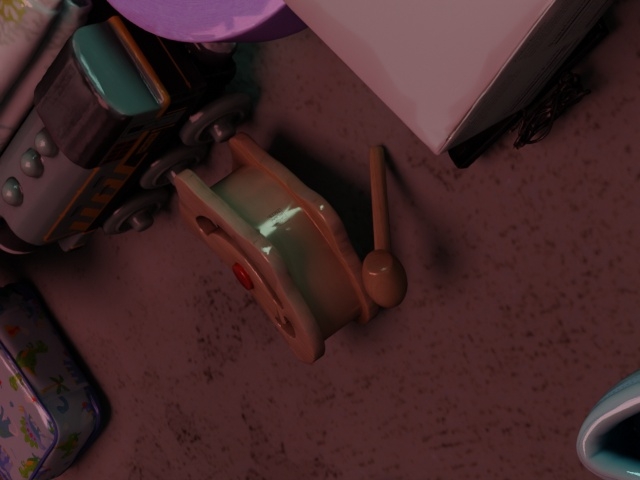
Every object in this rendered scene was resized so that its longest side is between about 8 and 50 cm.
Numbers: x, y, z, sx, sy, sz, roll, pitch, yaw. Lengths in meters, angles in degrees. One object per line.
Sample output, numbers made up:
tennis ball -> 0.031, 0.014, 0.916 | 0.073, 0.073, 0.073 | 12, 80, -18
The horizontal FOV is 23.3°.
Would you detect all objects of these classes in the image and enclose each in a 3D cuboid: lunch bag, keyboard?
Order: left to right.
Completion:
lunch bag -> -0.357, 0.172, 1.814 | 0.219, 0.090, 0.176 | 52, 134, 17
keyboard -> 0.165, -0.121, 1.228 | 0.192, 0.038, 0.100 | -45, 50, 45

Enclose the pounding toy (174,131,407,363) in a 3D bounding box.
pounding toy -> 0.000, 0.000, 1.405 | 0.269, 0.155, 0.154 | 41, 159, 39

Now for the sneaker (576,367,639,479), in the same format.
sneaker -> 0.338, 0.143, 1.057 | 0.366, 0.150, 0.135 | -11, 98, 47

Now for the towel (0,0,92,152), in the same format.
towel -> -0.393, -0.227, 1.516 | 0.374, 0.090, 0.320 | -48, 65, 36

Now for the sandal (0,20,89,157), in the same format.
sandal -> -0.303, -0.143, 1.646 | 0.054, 0.097, 0.254 | -117, 36, -47

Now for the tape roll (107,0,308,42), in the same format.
tape roll -> -0.081, -0.304, 1.300 | 0.275, 0.090, 0.274 | 4, 99, 28

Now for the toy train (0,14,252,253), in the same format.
toy train -> -0.207, -0.099, 1.485 | 0.334, 0.190, 0.142 | -43, 73, 45

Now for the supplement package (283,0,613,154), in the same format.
supplement package -> 0.114, -0.232, 1.085 | 0.204, 0.145, 0.262 | 46, 129, 12
